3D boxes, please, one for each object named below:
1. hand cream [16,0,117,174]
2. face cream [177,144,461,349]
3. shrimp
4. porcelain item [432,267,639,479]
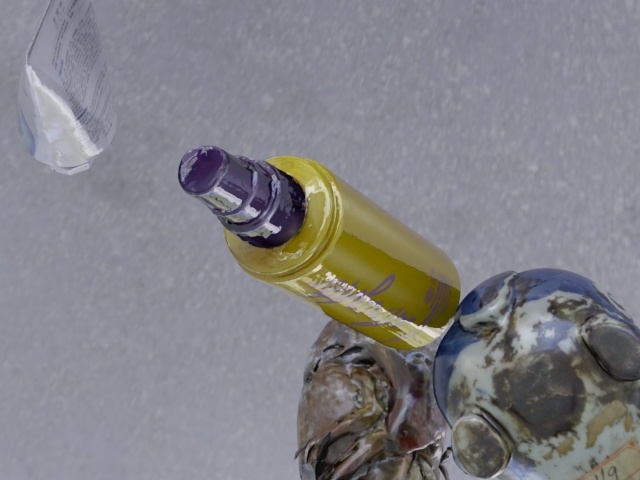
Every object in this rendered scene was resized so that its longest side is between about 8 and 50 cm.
[{"bbox_3d":[-0.133,-0.084,0.720,0.053,0.084,0.142,11,149,3],"label":"hand cream"},{"bbox_3d":[0.000,0.000,0.853,0.078,0.078,0.273,-17,156,23],"label":"face cream"},{"bbox_3d":[0.053,0.213,1.119,0.145,0.343,0.116,-3,166,10],"label":"shrimp"},{"bbox_3d":[0.194,0.139,0.915,0.138,0.186,0.288,-41,87,12],"label":"porcelain item"}]
